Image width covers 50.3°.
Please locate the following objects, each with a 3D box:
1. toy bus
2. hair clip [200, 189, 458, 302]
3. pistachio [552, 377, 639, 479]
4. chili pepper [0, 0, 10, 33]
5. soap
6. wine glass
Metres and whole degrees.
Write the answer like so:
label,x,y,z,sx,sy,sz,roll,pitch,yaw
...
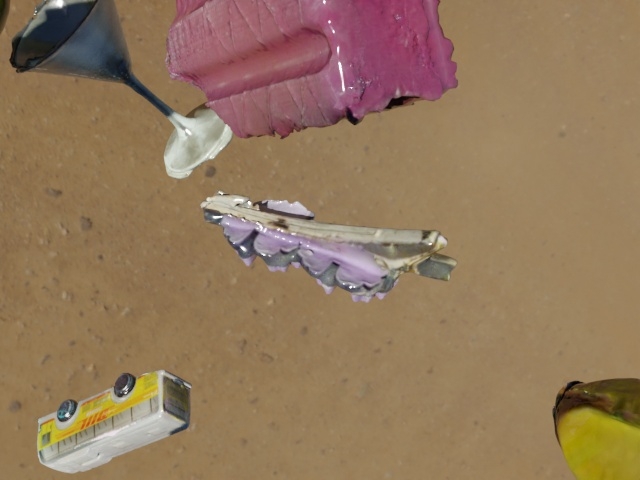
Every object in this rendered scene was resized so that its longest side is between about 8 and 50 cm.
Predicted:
label,x,y,z,sx,sy,sz,roll,pitch,yaw
toy bus,-0.331,0.290,1.088,0.268,0.106,0.092,-25,140,18
hair clip,0.000,0.000,0.741,0.084,0.292,0.106,83,27,-48
pistachio,0.209,0.132,0.394,0.049,0.173,0.089,-5,113,-25
chili pepper,-0.499,-0.347,0.798,0.248,0.257,0.233,-69,171,29
soap,-0.036,-0.174,0.544,0.112,0.289,0.182,-16,101,-31
wine glass,-0.215,-0.183,0.790,0.156,0.156,0.232,-48,132,2
